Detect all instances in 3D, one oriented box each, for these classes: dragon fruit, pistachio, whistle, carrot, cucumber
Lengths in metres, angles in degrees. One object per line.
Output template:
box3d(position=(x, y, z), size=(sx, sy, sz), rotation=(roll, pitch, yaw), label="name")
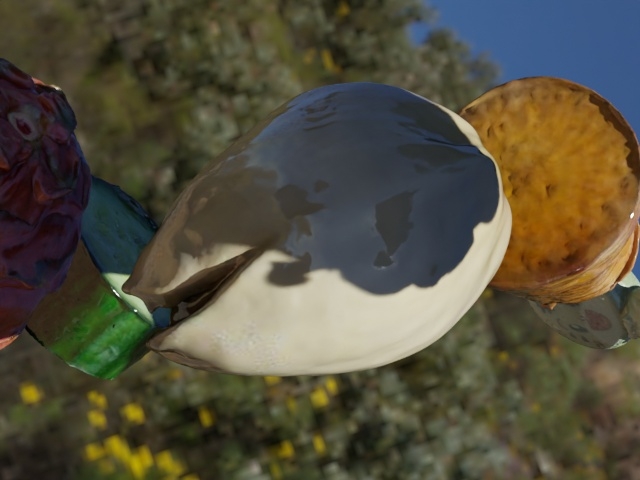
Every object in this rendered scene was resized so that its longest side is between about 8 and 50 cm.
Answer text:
box3d(position=(-0.300, -0.030, 1.617), size=(0.252, 0.241, 0.241), rotation=(114, -43, -59), label="dragon fruit")
box3d(position=(0.000, 0.000, 1.455), size=(0.226, 0.332, 0.207), rotation=(-20, -85, 46), label="pistachio")
box3d(position=(0.300, 0.062, 1.949), size=(0.258, 0.067, 0.126), rotation=(17, -33, 38), label="whistle")
box3d(position=(0.203, -0.015, 1.763), size=(0.196, 0.196, 0.254), rotation=(66, 8, 21), label="carrot")
box3d(position=(-0.232, 0.034, 1.985), size=(0.191, 0.130, 0.191), rotation=(38, 20, -16), label="cucumber")
